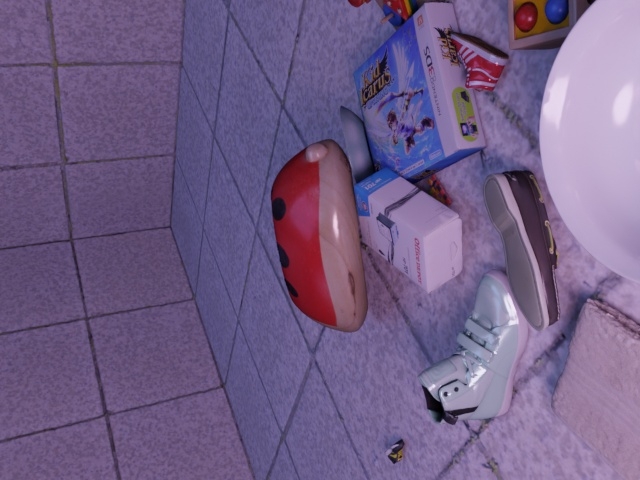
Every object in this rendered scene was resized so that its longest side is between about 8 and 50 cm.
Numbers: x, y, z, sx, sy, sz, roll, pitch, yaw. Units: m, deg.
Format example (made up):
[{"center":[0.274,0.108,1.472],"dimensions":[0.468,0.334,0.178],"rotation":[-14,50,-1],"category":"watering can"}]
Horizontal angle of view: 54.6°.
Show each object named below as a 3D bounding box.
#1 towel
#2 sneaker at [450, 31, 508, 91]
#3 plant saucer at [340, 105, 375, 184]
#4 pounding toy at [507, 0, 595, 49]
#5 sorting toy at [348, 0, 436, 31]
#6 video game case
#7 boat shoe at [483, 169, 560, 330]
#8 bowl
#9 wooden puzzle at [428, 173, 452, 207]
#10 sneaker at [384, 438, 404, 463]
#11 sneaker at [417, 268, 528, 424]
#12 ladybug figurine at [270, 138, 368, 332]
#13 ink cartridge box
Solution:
[{"center":[0.400,0.212,0.735],"dimensions":[0.282,0.049,0.187],"rotation":[-133,42,-53],"category":"towel"},{"center":[0.230,-0.270,0.943],"dimensions":[0.118,0.042,0.067],"rotation":[52,140,43],"category":"sneaker"},{"center":[0.082,-0.178,1.234],"dimensions":[0.195,0.037,0.195],"rotation":[-14,-90,-80],"category":"plant saucer"},{"center":[0.275,-0.313,0.759],"dimensions":[0.130,0.100,0.141],"rotation":[13,110,64],"category":"pounding toy"},{"center":[0.118,-0.420,1.042],"dimensions":[0.132,0.046,0.274],"rotation":[53,165,-9],"category":"sorting toy"},{"center":[0.160,-0.236,1.087],"dimensions":[0.269,0.061,0.244],"rotation":[155,106,-65],"category":"video game case"},{"center":[0.295,0.009,0.863],"dimensions":[0.081,0.068,0.228],"rotation":[128,130,-73],"category":"boat shoe"},{"center":[0.366,-0.108,0.592],"dimensions":[0.298,0.134,0.298],"rotation":[171,90,-66],"category":"bowl"},{"center":[0.209,-0.074,1.090],"dimensions":[0.083,0.006,0.049],"rotation":[62,155,24],"category":"wooden puzzle"},{"center":[0.169,0.460,1.350],"dimensions":[0.035,0.031,0.083],"rotation":[53,150,22],"category":"sneaker"},{"center":[0.230,0.176,0.965],"dimensions":[0.094,0.151,0.256],"rotation":[-147,54,-61],"category":"sneaker"},{"center":[0.000,0.000,1.257],"dimensions":[0.305,0.161,0.449],"rotation":[-92,-6,-53],"category":"ladybug figurine"},{"center":[0.152,-0.020,1.082],"dimensions":[0.190,0.082,0.140],"rotation":[43,155,43],"category":"ink cartridge box"}]
